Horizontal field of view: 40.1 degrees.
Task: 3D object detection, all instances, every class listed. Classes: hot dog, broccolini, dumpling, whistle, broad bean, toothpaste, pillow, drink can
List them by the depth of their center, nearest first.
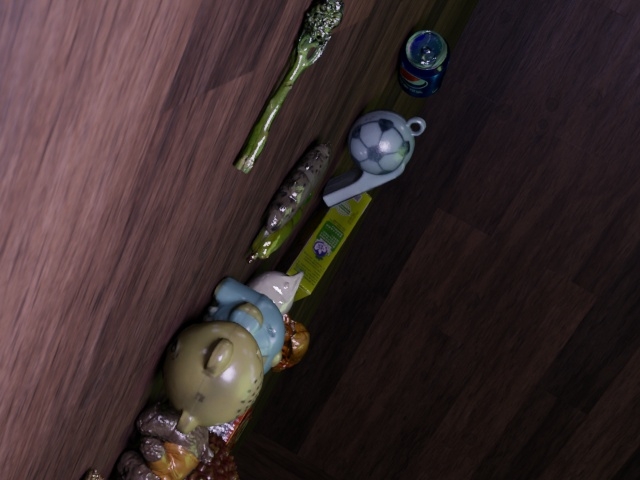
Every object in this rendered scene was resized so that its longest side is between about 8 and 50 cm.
[{"bbox_3d":[-0.034,-0.195,1.116,0.071,0.057,0.254,16,104,-40],"label":"broccolini"},{"bbox_3d":[-0.029,-0.111,1.564,0.241,0.051,0.093,-54,177,-38],"label":"pillow"},{"bbox_3d":[-0.071,-0.031,1.610,0.213,0.048,0.070,-57,174,-34],"label":"broad bean"},{"bbox_3d":[-0.113,0.118,1.771,0.169,0.100,0.134,-56,-172,-17],"label":"dumpling"},{"bbox_3d":[0.106,-0.204,1.977,0.290,0.163,0.163,-24,-171,22],"label":"whistle"},{"bbox_3d":[0.000,0.000,2.072,0.110,0.077,0.327,-28,-156,55],"label":"toothpaste"},{"bbox_3d":[0.243,-0.419,2.079,0.118,0.118,0.205,-60,174,-7],"label":"drink can"},{"bbox_3d":[-0.110,0.240,2.150,0.117,0.158,0.349,-40,173,-13],"label":"hot dog"}]

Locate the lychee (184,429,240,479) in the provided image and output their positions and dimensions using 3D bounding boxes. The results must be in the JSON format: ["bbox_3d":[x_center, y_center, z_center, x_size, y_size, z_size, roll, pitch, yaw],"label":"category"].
[{"bbox_3d":[-0.255,0.484,1.657,0.271,0.271,0.271,-59,174,-10],"label":"lychee"}]

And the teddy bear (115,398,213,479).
[{"bbox_3d":[-0.274,0.373,1.493,0.190,0.140,0.177,-51,176,-9],"label":"teddy bear"}]

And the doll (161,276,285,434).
[{"bbox_3d":[-0.157,0.191,1.422,0.177,0.162,0.260,-61,177,22],"label":"doll"}]

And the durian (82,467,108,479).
[{"bbox_3d":[-0.350,0.409,1.289,0.140,0.071,0.110,-46,165,-49],"label":"durian"}]

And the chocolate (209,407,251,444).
[{"bbox_3d":[-0.268,0.489,2.206,0.237,0.108,0.234,-56,172,-21],"label":"chocolate"}]
